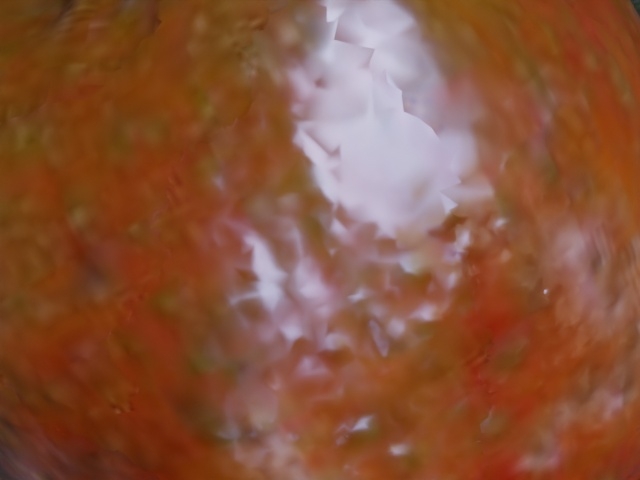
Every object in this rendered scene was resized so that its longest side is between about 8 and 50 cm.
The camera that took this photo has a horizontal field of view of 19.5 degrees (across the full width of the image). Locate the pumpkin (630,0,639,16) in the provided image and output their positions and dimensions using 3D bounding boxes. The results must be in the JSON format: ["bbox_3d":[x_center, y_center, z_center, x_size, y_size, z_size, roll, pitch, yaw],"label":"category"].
[{"bbox_3d":[0.170,-0.270,1.270,0.303,0.225,0.256,2,91,-45],"label":"pumpkin"}]

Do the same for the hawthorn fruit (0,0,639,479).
[{"bbox_3d":[0.000,0.000,0.415,0.189,0.189,0.189,-2,99,-13],"label":"hawthorn fruit"}]
